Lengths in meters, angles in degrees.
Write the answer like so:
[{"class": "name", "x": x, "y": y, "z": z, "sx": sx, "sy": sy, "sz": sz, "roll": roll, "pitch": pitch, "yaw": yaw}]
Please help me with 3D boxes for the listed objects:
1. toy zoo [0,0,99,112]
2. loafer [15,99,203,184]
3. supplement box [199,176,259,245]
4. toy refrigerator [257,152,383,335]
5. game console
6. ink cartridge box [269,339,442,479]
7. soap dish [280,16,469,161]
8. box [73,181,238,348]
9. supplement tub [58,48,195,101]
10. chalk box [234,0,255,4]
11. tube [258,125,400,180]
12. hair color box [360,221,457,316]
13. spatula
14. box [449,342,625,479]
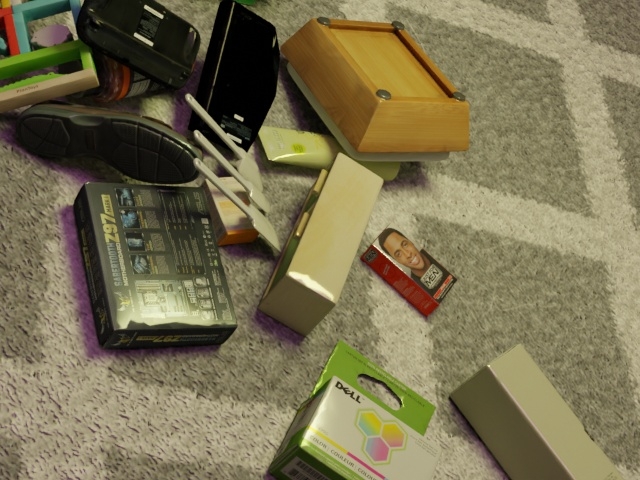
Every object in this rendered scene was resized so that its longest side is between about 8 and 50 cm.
[{"class": "toy zoo", "x": -0.439, "y": -0.320, "z": 1.649, "sx": 0.192, "sy": 0.030, "sz": 0.293, "roll": -16, "pitch": 63, "yaw": -4}, {"class": "loafer", "x": -0.288, "y": -0.152, "z": 1.612, "sx": 0.267, "sy": 0.096, "sz": 0.084, "roll": 13, "pitch": 35, "yaw": 2}, {"class": "supplement box", "x": -0.136, "y": -0.044, "z": 1.699, "sx": 0.062, "sy": 0.036, "sz": 0.098, "roll": -6, "pitch": 63, "yaw": -36}, {"class": "toy refrigerator", "x": 0.000, "y": 0.000, "z": 1.708, "sx": 0.094, "sy": 0.102, "sz": 0.270, "roll": 31, "pitch": 48, "yaw": -9}, {"class": "game console", "x": -0.200, "y": -0.285, "z": 1.701, "sx": 0.361, "sy": 0.044, "sz": 0.213, "roll": 26, "pitch": 71, "yaw": -42}, {"class": "ink cartridge box", "x": 0.071, "y": 0.254, "z": 1.571, "sx": 0.188, "sy": 0.097, "sz": 0.255, "roll": 35, "pitch": 47, "yaw": -6}, {"class": "soap dish", "x": 0.096, "y": -0.256, "z": 1.896, "sx": 0.228, "sy": 0.118, "sz": 0.291, "roll": -3, "pitch": 43, "yaw": -33}, {"class": "box", "x": -0.228, "y": 0.032, "z": 1.570, "sx": 0.183, "sy": 0.059, "sz": 0.233, "roll": 1, "pitch": 58, "yaw": -33}, {"class": "supplement tub", "x": -0.292, "y": -0.268, "z": 1.717, "sx": 0.197, "sy": 0.106, "sz": 0.106, "roll": -22, "pitch": 71, "yaw": -41}, {"class": "chalk box", "x": -0.125, "y": -0.552, "z": 1.945, "sx": 0.180, "sy": 0.289, "sz": 0.179, "roll": 4, "pitch": 24, "yaw": -32}, {"class": "tube", "x": 0.014, "y": -0.141, "z": 1.849, "sx": 0.240, "sy": 0.070, "sz": 0.062, "roll": 7, "pitch": 86, "yaw": -25}, {"class": "hair color box", "x": 0.140, "y": 0.045, "z": 1.803, "sx": 0.141, "sy": 0.043, "sz": 0.072, "roll": 41, "pitch": 47, "yaw": 1}, {"class": "spatula", "x": -0.130, "y": -0.101, "z": 1.657, "sx": 0.242, "sy": 0.019, "sz": 0.168, "roll": 45, "pitch": 27, "yaw": -51}, {"class": "box", "x": 0.324, "y": 0.299, "z": 1.688, "sx": 0.094, "sy": 0.113, "sz": 0.275, "roll": -24, "pitch": 74, "yaw": -42}]
